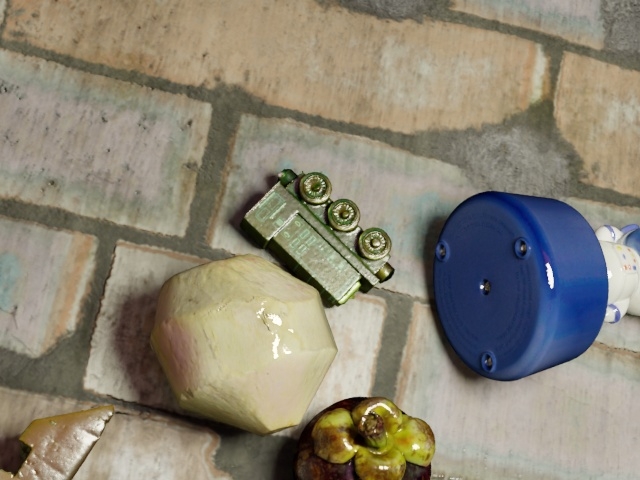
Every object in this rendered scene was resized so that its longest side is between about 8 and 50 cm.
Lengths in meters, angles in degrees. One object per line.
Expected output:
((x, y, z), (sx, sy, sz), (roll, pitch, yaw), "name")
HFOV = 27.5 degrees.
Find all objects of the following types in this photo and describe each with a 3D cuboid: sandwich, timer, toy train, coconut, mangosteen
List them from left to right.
((-0.372, 0.303, 1.711), (0.088, 0.090, 0.244), (35, 69, -4), "sandwich")
((-0.100, 0.145, 1.760), (0.259, 0.259, 0.259), (5, 69, -12), "coconut")
((0.000, 0.000, 1.917), (0.225, 0.090, 0.137), (44, 74, 4), "toy train")
((0.062, 0.293, 1.753), (0.192, 0.217, 0.192), (5, 63, -9), "mangosteen")
((0.389, 0.052, 1.928), (0.384, 0.270, 0.270), (-5, 71, -31), "timer")
